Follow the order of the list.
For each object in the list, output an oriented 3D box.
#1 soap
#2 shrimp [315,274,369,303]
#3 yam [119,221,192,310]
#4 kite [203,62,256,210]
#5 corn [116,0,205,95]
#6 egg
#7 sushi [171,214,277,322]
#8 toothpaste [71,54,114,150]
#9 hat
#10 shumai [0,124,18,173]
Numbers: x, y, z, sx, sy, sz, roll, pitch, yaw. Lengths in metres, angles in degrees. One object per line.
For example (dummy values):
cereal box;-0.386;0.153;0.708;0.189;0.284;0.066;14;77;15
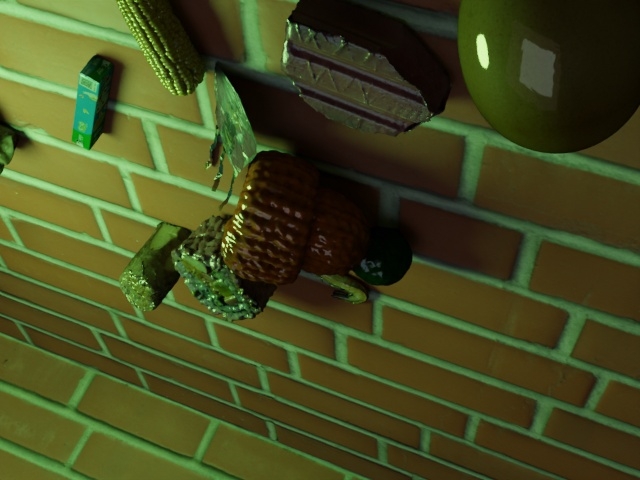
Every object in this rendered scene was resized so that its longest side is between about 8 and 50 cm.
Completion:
soap;0.079;-0.283;1.333;0.289;0.112;0.182;23;147;8
shrimp;0.036;0.110;1.982;0.178;0.034;0.124;24;154;-3
yam;-0.423;0.062;2.068;0.129;0.238;0.128;-20;119;41
kite;-0.198;-0.201;1.654;0.204;0.022;0.360;65;155;15
corn;-0.302;-0.397;1.470;0.101;0.101;0.292;6;139;30
egg;0.310;-0.269;1.060;0.250;0.250;0.322;2;133;34
sushi;-0.240;0.065;1.993;0.236;0.171;0.270;-2;135;38
toothpaste;-0.512;-0.304;1.775;0.050;0.065;0.267;28;147;-6
hat;0.000;0.000;1.650;0.400;0.285;0.285;23;147;0
shumai;-0.892;-0.230;2.023;0.218;0.184;0.185;-35;100;14
